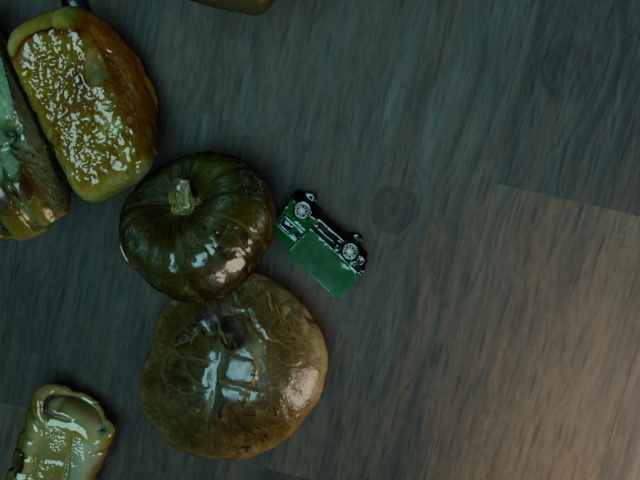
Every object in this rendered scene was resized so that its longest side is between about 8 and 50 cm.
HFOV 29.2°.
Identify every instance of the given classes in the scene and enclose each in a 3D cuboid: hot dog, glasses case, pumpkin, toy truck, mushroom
[{"bbox_3d":[-0.309,-0.189,1.660,0.150,0.153,0.256,-22,99,15],"label":"hot dog"},{"bbox_3d":[-0.335,-0.312,1.701,0.034,0.023,0.083,-18,101,14],"label":"glasses case"},{"bbox_3d":[-0.165,-0.026,1.651,0.219,0.219,0.162,-15,142,9],"label":"pumpkin"},{"bbox_3d":[0.000,0.000,1.714,0.147,0.065,0.079,44,107,-6],"label":"toy truck"},{"bbox_3d":[-0.129,0.175,1.728,0.278,0.146,0.278,1,95,8],"label":"mushroom"}]

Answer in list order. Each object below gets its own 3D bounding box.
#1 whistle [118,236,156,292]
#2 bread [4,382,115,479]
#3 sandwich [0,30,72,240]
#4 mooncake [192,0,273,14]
[{"bbox_3d":[-0.250,0.021,1.768,0.046,0.057,0.109,-28,90,-33],"label":"whistle"},{"bbox_3d":[-0.389,0.325,1.824,0.134,0.081,0.225,21,102,-4],"label":"bread"},{"bbox_3d":[-0.424,-0.151,1.608,0.100,0.254,0.288,-21,111,8],"label":"sandwich"},{"bbox_3d":[-0.084,-0.454,1.471,0.201,0.378,0.378,17,104,-3],"label":"mooncake"}]
